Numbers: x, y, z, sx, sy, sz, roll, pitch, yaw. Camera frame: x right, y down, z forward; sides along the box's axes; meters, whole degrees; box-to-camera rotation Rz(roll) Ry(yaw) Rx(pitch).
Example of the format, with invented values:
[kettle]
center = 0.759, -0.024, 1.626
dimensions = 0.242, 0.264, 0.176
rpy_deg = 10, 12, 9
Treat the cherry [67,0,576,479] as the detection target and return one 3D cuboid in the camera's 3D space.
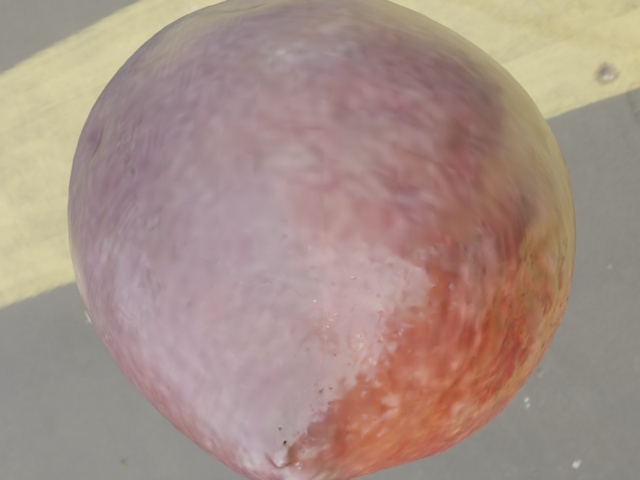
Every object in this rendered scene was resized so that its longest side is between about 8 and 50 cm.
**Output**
[cherry]
center = 0.003, -0.009, 0.546
dimensions = 0.239, 0.239, 0.206
rpy_deg = 25, 93, 21
